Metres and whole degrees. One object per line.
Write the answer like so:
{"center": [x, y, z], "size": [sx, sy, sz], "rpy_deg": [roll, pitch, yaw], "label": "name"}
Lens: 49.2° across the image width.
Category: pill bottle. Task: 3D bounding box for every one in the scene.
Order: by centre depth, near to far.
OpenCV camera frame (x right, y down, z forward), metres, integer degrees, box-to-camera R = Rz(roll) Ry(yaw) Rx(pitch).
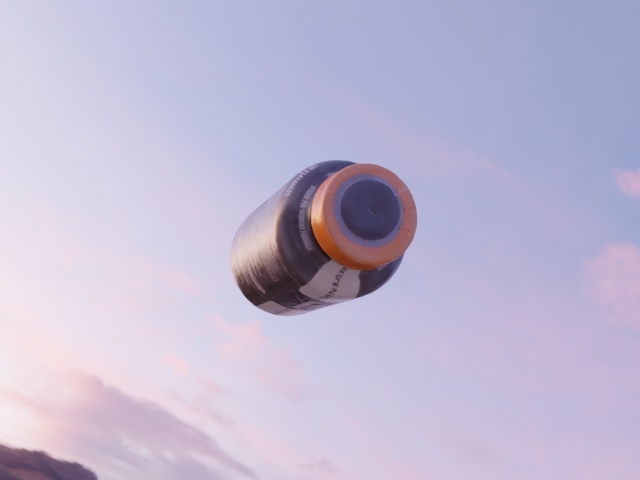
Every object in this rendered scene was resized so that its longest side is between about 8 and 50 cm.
{"center": [0.000, 0.000, 0.680], "size": [0.131, 0.130, 0.246], "rpy_deg": [29, -19, -13], "label": "pill bottle"}
